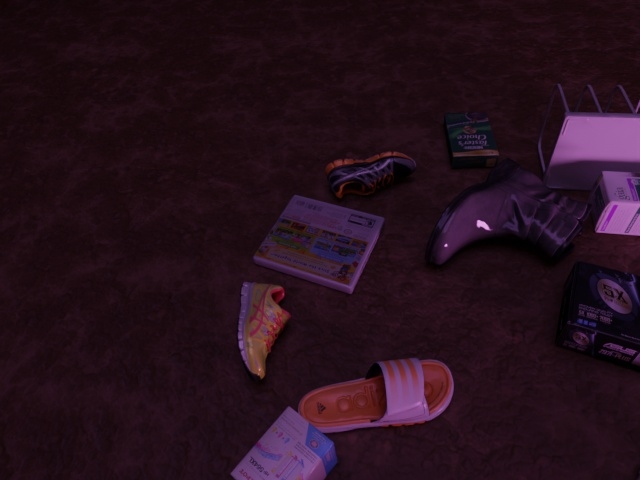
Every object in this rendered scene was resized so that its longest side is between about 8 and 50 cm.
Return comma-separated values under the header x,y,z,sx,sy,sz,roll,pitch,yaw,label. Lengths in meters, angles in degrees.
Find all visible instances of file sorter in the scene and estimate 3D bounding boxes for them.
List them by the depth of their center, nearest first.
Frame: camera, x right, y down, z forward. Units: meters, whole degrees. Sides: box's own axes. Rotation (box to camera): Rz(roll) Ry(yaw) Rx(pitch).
x,y,z,sx,sy,sz,roll,pitch,yaw,label
0.650,-0.235,1.063,0.277,0.193,0.173,4,47,9,file sorter

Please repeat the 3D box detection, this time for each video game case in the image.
x,y,z,sx,sy,sz,roll,pitch,yaw,label
0.000,0.000,1.037,0.226,0.026,0.206,16,52,18,video game case

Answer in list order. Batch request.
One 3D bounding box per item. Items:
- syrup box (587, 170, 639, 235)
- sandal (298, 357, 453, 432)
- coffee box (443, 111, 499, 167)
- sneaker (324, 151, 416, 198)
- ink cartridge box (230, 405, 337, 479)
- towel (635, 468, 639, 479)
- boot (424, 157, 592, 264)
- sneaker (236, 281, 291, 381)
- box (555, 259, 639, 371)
x,y,z,sx,sy,sz,roll,pitch,yaw,label
0.692,-0.071,0.976,0.236,0.096,0.093,6,50,10,syrup box
0.092,0.249,0.773,0.265,0.076,0.102,-12,49,-5,sandal
0.378,-0.257,1.209,0.113,0.040,0.184,0,49,6,coffee box
0.121,-0.148,1.126,0.214,0.084,0.083,-9,62,3,sneaker
-0.056,0.341,0.700,0.092,0.090,0.143,30,57,28,ink cartridge box
0.645,0.344,0.648,0.317,0.053,0.332,34,61,30,towel
0.388,-0.026,0.964,0.338,0.118,0.222,-40,61,-20,boot
-0.101,0.156,0.875,0.094,0.082,0.209,-4,48,-1,sneaker
0.520,0.134,0.827,0.180,0.078,0.147,17,52,20,box
